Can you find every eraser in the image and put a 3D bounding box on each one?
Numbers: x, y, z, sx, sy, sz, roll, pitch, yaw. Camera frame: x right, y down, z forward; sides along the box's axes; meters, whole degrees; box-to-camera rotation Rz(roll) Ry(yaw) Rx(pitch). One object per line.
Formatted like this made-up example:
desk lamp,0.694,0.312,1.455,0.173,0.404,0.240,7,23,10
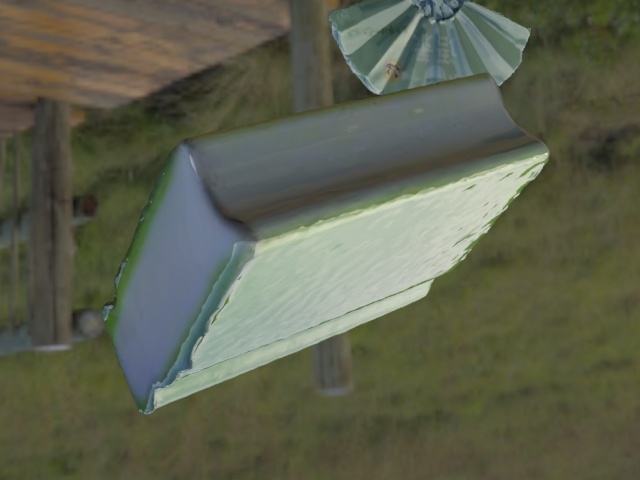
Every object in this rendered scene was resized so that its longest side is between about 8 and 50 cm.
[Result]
eraser,0.000,0.000,0.775,0.274,0.092,0.210,-20,156,-38

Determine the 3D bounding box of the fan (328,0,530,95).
fan,0.112,-0.187,1.122,0.240,0.131,0.009,-3,-175,-31
